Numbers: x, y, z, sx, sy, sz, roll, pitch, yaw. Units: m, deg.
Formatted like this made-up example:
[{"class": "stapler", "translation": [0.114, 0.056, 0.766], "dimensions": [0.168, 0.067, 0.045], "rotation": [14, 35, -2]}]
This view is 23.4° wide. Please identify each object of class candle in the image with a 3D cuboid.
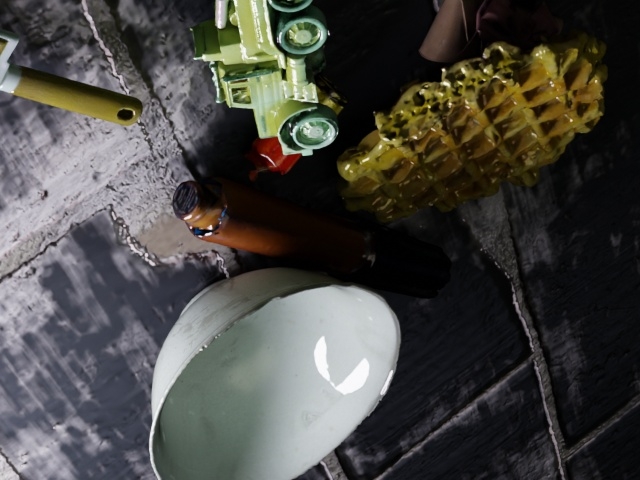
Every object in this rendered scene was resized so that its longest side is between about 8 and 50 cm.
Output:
[{"class": "candle", "translation": [-0.030, -0.111, 1.594], "dimensions": [0.130, 0.052, 0.052], "rotation": [-49, 142, 8]}]

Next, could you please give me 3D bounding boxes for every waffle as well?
[{"class": "waffle", "translation": [0.167, -0.118, 1.687], "dimensions": [0.312, 0.060, 0.307], "rotation": [-14, 152, -21]}]

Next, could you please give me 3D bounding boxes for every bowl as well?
[{"class": "bowl", "translation": [-0.077, 0.127, 1.696], "dimensions": [0.313, 0.146, 0.313], "rotation": [-22, 138, -21]}]

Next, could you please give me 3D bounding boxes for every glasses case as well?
[{"class": "glasses case", "translation": [0.210, -0.223, 1.688], "dimensions": [0.193, 0.070, 0.102], "rotation": [4, 121, -44]}]

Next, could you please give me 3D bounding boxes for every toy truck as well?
[{"class": "toy truck", "translation": [-0.061, -0.199, 1.451], "dimensions": [0.135, 0.128, 0.259], "rotation": [-13, 140, 2]}]

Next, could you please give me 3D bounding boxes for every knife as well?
[{"class": "knife", "translation": [-0.287, -0.158, 1.338], "dimensions": [0.343, 0.027, 0.061], "rotation": [12, 120, -44]}]

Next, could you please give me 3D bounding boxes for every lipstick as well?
[{"class": "lipstick", "translation": [0.000, 0.000, 1.705], "dimensions": [0.418, 0.077, 0.077], "rotation": [17, 113, -47]}]
